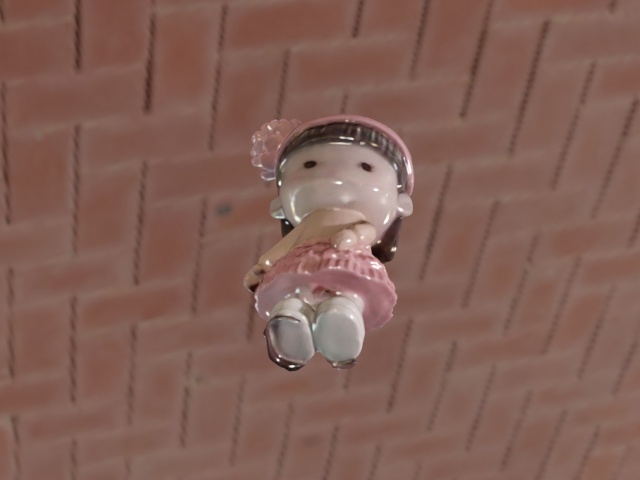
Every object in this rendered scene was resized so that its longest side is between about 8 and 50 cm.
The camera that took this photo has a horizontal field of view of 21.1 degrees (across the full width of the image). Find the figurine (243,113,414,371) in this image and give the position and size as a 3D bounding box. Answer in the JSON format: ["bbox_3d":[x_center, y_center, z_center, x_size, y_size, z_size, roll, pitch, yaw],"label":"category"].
[{"bbox_3d":[0.000,0.000,0.703,0.072,0.129,0.054,-4,136,14],"label":"figurine"}]
